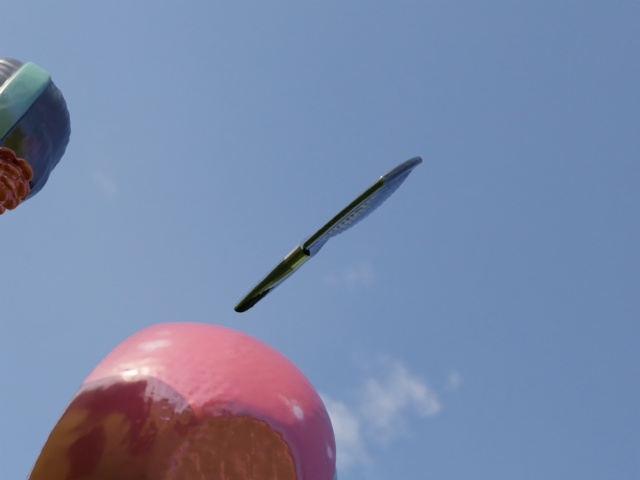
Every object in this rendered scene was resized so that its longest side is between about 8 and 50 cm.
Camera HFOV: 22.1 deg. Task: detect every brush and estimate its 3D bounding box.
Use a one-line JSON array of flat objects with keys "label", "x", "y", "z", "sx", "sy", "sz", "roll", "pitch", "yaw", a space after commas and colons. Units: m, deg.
[{"label": "brush", "x": 0.000, "y": 0.000, "z": 1.173, "sx": 0.193, "sy": 0.063, "sz": 0.016, "roll": -38, "pitch": -95, "yaw": 36}]

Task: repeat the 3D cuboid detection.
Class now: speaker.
[{"label": "speaker", "x": -0.118, "y": 0.216, "z": 1.379, "sx": 0.294, "sy": 0.294, "sz": 0.294, "roll": 20, "pitch": -57, "yaw": 32}]

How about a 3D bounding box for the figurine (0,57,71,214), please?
[{"label": "figurine", "x": -0.309, "y": -0.077, "z": 1.280, "sx": 0.245, "sy": 0.138, "sz": 0.110, "roll": 1, "pitch": -32, "yaw": 27}]
